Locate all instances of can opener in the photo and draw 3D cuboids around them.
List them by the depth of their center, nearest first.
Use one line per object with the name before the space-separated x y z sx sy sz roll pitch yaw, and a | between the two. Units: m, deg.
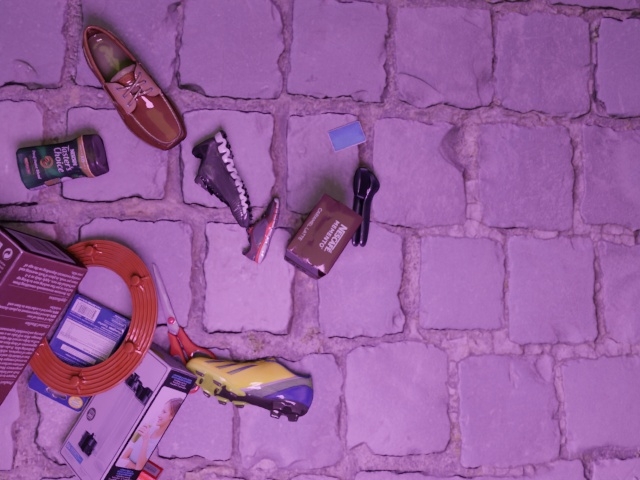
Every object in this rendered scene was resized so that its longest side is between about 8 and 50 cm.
can opener | 0.095 -0.077 1.424 0.073 0.059 0.186 4 94 -31

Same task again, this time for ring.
ring | -0.503 0.161 1.303 0.336 0.032 0.337 -4 75 14

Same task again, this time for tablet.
tablet | 0.063 -0.249 1.461 0.083 0.006 0.054 -21 86 -6

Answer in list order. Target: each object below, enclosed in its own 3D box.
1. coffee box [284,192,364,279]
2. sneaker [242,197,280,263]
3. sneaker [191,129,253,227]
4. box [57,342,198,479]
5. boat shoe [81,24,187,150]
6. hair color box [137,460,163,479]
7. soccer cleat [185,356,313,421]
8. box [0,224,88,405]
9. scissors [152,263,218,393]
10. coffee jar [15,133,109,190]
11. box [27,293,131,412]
coffee box | 0.000 0.000 1.309 0.098 0.246 0.141 33 83 0
sneaker | -0.138 -0.028 1.397 0.064 0.061 0.158 18 82 4
sneaker | -0.229 -0.129 1.393 0.106 0.078 0.235 -20 82 -4
box | -0.404 0.365 1.277 0.169 0.087 0.290 26 81 40
boat shoe | -0.433 -0.345 1.374 0.122 0.120 0.324 -41 88 -7
hair color box | -0.407 0.560 1.296 0.053 0.093 0.167 33 83 0
soccer cleat | -0.154 0.308 1.353 0.288 0.093 0.121 19 49 -3
box | -0.670 0.167 1.233 0.143 0.191 0.382 31 88 24
scissors | -0.339 0.202 1.374 0.109 0.021 0.297 -33 89 -5
coffee jar | -0.574 -0.177 1.366 0.184 0.079 0.096 -14 85 -6
box | -0.530 0.248 1.346 0.136 0.036 0.225 27 82 -1
